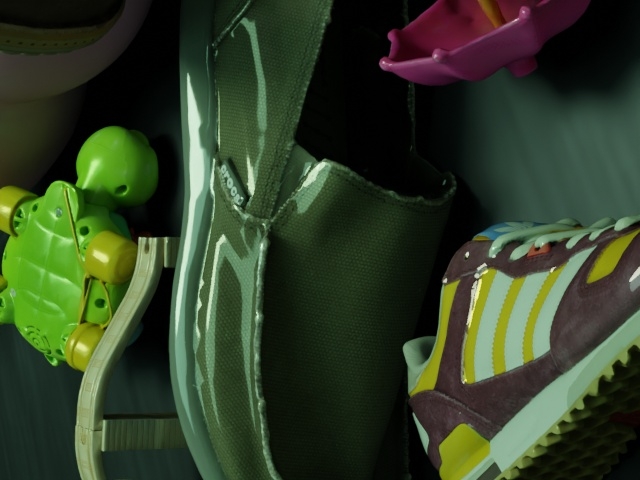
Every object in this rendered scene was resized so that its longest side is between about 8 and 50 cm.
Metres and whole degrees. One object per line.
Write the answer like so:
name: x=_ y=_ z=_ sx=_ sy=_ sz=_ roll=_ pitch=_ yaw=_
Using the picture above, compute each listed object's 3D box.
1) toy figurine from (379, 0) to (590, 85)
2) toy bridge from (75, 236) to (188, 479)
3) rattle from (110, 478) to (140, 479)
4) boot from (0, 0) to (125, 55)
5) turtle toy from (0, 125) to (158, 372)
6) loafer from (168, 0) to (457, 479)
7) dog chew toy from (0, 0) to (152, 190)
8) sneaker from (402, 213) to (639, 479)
toy figurine: x=0.038 y=-0.130 z=0.491 sx=0.173 sy=0.130 sz=0.159 roll=19 pitch=122 yaw=15
toy bridge: x=-0.084 y=0.091 z=0.715 sx=0.026 sy=0.063 sz=0.188 roll=4 pitch=90 yaw=56
rattle: x=-0.095 y=0.168 z=0.603 sx=0.142 sy=0.199 sz=0.130 roll=14 pitch=100 yaw=56
boot: x=-0.057 y=-0.183 z=0.551 sx=0.090 sy=0.248 sz=0.207 roll=38 pitch=123 yaw=11
turtle toy: x=-0.120 y=0.004 z=0.770 sx=0.095 sy=0.066 sz=0.130 roll=24 pitch=107 yaw=30
loafer: x=0.000 y=0.000 z=0.565 sx=0.087 sy=0.094 sz=0.251 roll=-9 pitch=87 yaw=43
dog chew toy: x=-0.179 y=-0.145 z=0.761 sx=0.332 sy=0.206 sz=0.207 roll=-39 pitch=56 yaw=39
sneaker: x=0.081 y=0.016 z=0.468 sx=0.185 sy=0.069 sz=0.084 roll=-52 pitch=53 yaw=40
